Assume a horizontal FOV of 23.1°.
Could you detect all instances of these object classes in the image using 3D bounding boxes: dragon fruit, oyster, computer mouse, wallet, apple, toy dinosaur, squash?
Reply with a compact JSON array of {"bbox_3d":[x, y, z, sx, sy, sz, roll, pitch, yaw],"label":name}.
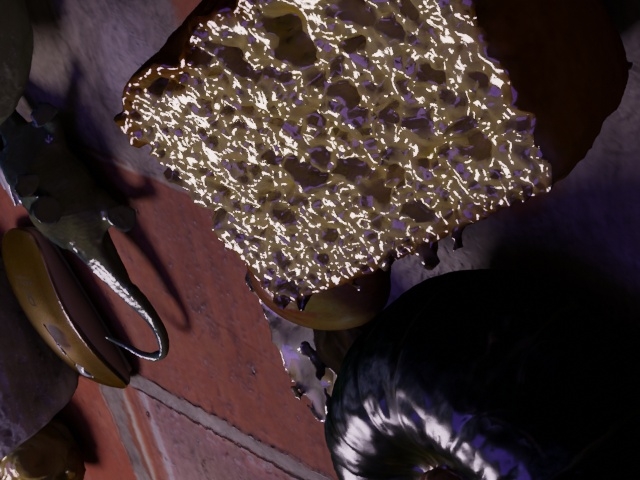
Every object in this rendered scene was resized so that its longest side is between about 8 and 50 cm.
[{"bbox_3d":[-0.431,0.121,1.697,0.283,0.204,0.221,9,130,46],"label":"dragon fruit"},{"bbox_3d":[0.005,0.082,1.238,0.209,0.072,0.133,54,162,32],"label":"oyster"},{"bbox_3d":[-0.261,0.074,1.581,0.102,0.045,0.199,3,126,54],"label":"computer mouse"},{"bbox_3d":[-0.302,-0.069,1.478,0.083,0.011,0.044,52,160,44],"label":"wallet"},{"bbox_3d":[0.000,0.000,1.089,0.102,0.126,0.126,2,138,1],"label":"apple"},{"bbox_3d":[-0.229,-0.042,1.389,0.363,0.076,0.147,56,168,-9],"label":"toy dinosaur"},{"bbox_3d":[0.123,0.140,1.042,0.252,0.165,0.252,36,148,26],"label":"squash"}]

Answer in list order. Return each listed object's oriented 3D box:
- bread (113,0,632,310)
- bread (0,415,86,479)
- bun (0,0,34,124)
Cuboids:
[{"bbox_3d":[0.045,-0.105,0.867,0.194,0.179,0.340,52,147,-8],"label":"bread"},{"bbox_3d":[-0.389,0.241,1.850,0.268,0.130,0.152,14,171,44],"label":"bread"},{"bbox_3d":[-0.328,-0.171,1.286,0.195,0.118,0.195,20,120,37],"label":"bun"}]
